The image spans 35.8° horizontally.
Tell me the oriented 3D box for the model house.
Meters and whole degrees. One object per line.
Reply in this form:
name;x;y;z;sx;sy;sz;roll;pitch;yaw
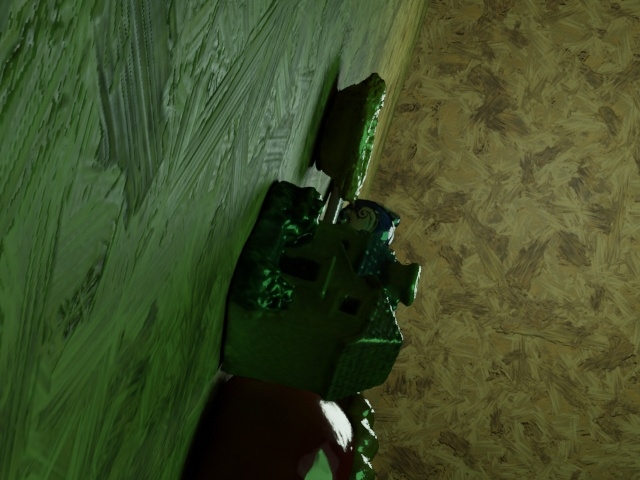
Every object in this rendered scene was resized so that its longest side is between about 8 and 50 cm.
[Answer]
model house;0.012;0.052;1.106;0.195;0.189;0.214;106;5;-48

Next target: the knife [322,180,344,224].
knife;-0.001;0.000;1.730;0.132;0.038;0.398;106;3;-46

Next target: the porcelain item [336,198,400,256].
porcelain item;0.103;0.044;2.262;0.138;0.186;0.288;95;12;-64

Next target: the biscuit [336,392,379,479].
biscuit;-0.031;0.339;1.410;0.326;0.107;0.325;-42;-153;27

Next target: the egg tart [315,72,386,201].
egg tart;0.042;-0.151;1.407;0.191;0.074;0.191;17;90;-85

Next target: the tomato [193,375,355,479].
tomato;-0.058;0.277;1.188;0.260;0.180;0.259;21;90;-84

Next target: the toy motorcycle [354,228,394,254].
toy motorcycle;0.038;0.123;1.925;0.410;0.169;0.237;-76;-172;-65
